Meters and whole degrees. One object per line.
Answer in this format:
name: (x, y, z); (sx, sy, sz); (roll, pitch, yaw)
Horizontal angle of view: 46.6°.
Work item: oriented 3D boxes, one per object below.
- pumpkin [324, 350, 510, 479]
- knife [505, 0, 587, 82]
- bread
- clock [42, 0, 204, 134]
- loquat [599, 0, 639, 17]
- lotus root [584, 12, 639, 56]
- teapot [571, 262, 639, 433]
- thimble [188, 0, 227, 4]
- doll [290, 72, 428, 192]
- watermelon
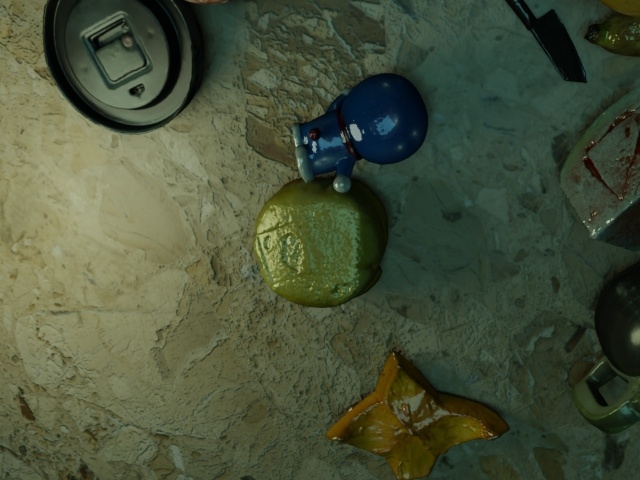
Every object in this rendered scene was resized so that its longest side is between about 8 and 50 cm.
pumpkin: (0.198, 0.392, 1.562); (0.290, 0.095, 0.258); (34, 107, -5)
knife: (0.402, -0.367, 1.311); (0.060, 0.028, 0.230); (-38, 100, 7)
bread: (0.000, 0.000, 1.443); (0.269, 0.148, 0.270); (3, 100, 17)
clock: (-0.376, -0.365, 1.415); (0.325, 0.067, 0.325); (8, 117, 15)
loquat: (0.528, -0.484, 1.051); (0.328, 0.359, 0.329); (-5, 102, -23)
lotus root: (0.544, -0.359, 1.251); (0.190, 0.094, 0.108); (-8, 85, 22)
teapot: (0.592, 0.190, 1.341); (0.321, 0.239, 0.240); (-19, 102, 18)
thimble: (-0.189, -0.531, 1.300); (0.239, 0.162, 0.239); (4, 112, 10)
doll: (0.072, -0.194, 1.358); (0.256, 0.161, 0.215); (-18, 68, 17)
watermelon: (0.562, -0.090, 1.275); (0.261, 0.201, 0.213); (40, 120, -7)
